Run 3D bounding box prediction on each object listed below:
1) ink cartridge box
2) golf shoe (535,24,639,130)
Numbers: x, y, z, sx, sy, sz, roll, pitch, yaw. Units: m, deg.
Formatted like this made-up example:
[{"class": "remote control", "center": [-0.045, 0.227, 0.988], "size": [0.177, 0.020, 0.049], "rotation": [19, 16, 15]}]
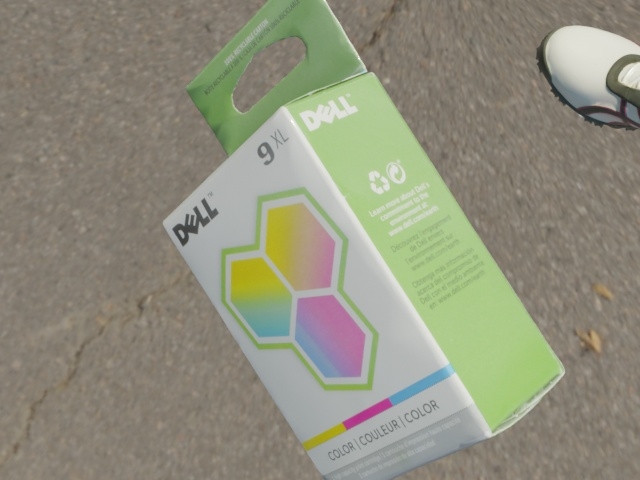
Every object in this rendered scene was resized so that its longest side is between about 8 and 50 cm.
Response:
[{"class": "ink cartridge box", "center": [0.000, 0.000, 0.485], "size": [0.109, 0.062, 0.209], "rotation": [-37, 84, 47]}, {"class": "golf shoe", "center": [0.358, -0.160, 1.177], "size": [0.272, 0.120, 0.105], "rotation": [35, 80, 13]}]
